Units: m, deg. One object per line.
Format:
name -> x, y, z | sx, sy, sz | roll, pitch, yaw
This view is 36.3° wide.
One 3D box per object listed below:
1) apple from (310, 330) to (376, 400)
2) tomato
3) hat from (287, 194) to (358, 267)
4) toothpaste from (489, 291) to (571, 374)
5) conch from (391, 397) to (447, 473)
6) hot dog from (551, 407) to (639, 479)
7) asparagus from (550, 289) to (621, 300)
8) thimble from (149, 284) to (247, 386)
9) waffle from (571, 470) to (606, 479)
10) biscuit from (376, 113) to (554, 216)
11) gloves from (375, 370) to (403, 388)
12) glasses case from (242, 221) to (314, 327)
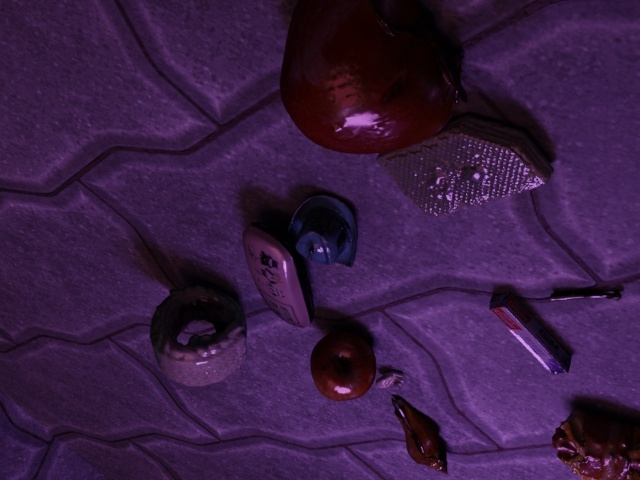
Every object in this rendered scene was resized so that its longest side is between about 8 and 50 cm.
apple -> 0.047, 0.269, 2.067 | 0.146, 0.146, 0.131 | 24, 167, 8
tomato -> 0.041, -0.218, 1.382 | 0.309, 0.170, 0.309 | 18, 138, 17
hat -> 0.000, 0.000, 1.795 | 0.138, 0.078, 0.191 | 27, 147, 12
toothpaste -> 0.381, 0.171, 1.775 | 0.196, 0.040, 0.047 | 45, 142, -21
conch -> 0.230, 0.460, 2.243 | 0.086, 0.080, 0.232 | -5, 133, 30
hot dog -> 0.555, 0.407, 1.888 | 0.213, 0.103, 0.146 | 7, 120, 25
asparagus -> 0.446, 0.093, 1.641 | 0.127, 0.018, 0.015 | -5, 169, 41
thimble -> -0.266, 0.210, 2.164 | 0.219, 0.219, 0.150 | 21, 146, 13
waffle -> 0.607, 0.486, 2.019 | 0.194, 0.051, 0.149 | 38, 148, -12
biscuit -> 0.217, -0.114, 1.500 | 0.252, 0.052, 0.150 | -15, 126, 47
gloves -> 0.147, 0.306, 2.135 | 0.081, 0.037, 0.044 | -9, 158, 31
glasses case -> -0.081, 0.073, 1.941 | 0.122, 0.075, 0.314 | 34, 157, 27
